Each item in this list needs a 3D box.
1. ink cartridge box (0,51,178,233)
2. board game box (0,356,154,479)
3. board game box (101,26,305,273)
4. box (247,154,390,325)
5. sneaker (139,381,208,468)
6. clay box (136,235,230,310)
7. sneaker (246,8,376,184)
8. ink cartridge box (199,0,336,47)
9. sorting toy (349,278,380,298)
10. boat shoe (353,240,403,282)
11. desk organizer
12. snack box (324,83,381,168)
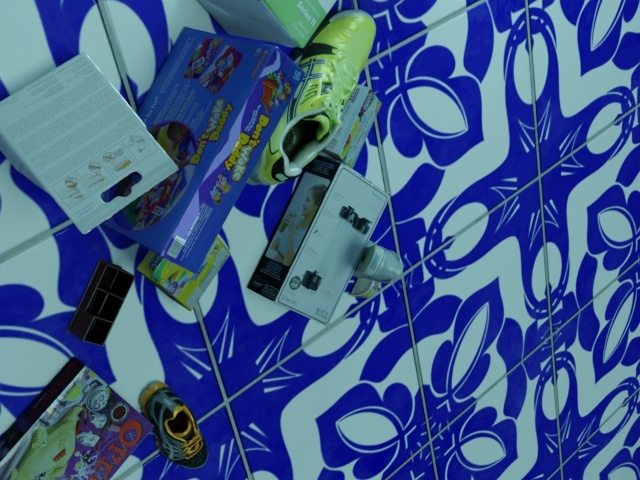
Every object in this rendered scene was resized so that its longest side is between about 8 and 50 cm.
[{"bbox_3d":[-0.344,-0.136,1.358,0.181,0.056,0.224,-39,91,-27],"label":"ink cartridge box"},{"bbox_3d":[-0.454,0.385,1.557,0.347,0.056,0.208,-51,137,-17],"label":"board game box"},{"bbox_3d":[-0.201,-0.148,1.451,0.078,0.233,0.347,34,82,-46],"label":"board game box"},{"bbox_3d":[0.000,0.000,1.808,0.169,0.087,0.290,28,87,-46],"label":"box"},{"bbox_3d":[-0.254,0.350,1.709,0.084,0.083,0.215,-45,133,-23],"label":"sneaker"},{"bbox_3d":[-0.226,0.029,1.560,0.127,0.053,0.222,-57,163,-11],"label":"clay box"},{"bbox_3d":[-0.001,-0.244,1.668,0.384,0.147,0.145,-57,134,-13],"label":"sneaker"},{"bbox_3d":[-0.023,-0.489,1.503,0.353,0.207,0.119,-56,134,-11],"label":"ink cartridge box"},{"bbox_3d":[0.107,0.091,1.989,0.083,0.045,0.075,-65,155,-3],"label":"sorting toy"},{"bbox_3d":[0.116,0.052,1.853,0.081,0.227,0.079,26,89,-5],"label":"boat shoe"},{"bbox_3d":[-0.355,0.102,1.534,0.047,0.050,0.130,26,87,-46],"label":"desk organizer"},{"bbox_3d":[0.063,-0.217,1.794,0.141,0.037,0.100,-66,162,-1],"label":"snack box"}]
